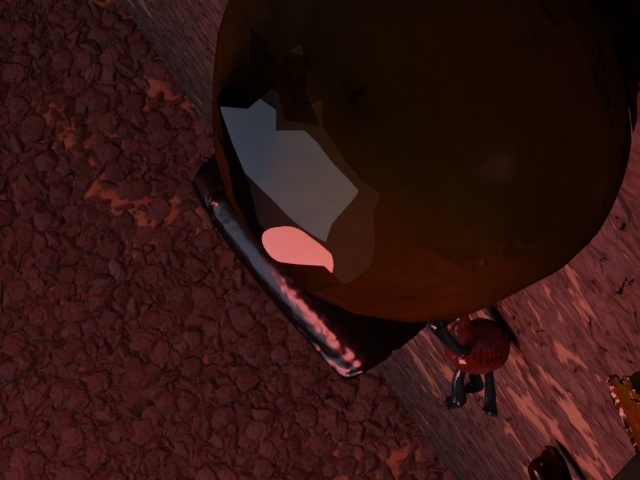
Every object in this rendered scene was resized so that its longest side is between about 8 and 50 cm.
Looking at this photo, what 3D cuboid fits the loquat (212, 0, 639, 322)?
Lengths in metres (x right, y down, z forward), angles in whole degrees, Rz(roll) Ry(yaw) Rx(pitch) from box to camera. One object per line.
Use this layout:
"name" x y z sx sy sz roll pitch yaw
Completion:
"loquat" 0.052 -0.073 0.733 0.235 0.235 0.235 55 174 9

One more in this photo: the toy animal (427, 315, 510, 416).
"toy animal" 0.144 0.096 1.512 0.103 0.100 0.208 -55 -47 -55

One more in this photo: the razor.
"razor" 0.001 0.001 1.728 0.327 0.189 0.107 53 174 5

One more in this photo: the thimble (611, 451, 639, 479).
"thimble" 0.234 0.191 0.554 0.291 0.291 0.195 57 175 -12

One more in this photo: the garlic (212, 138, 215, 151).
"garlic" -0.017 -0.086 1.519 0.145 0.164 0.245 25 159 45

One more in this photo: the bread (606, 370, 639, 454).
"bread" 0.255 0.137 0.908 0.140 0.069 0.128 61 174 -14

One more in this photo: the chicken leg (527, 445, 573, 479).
"chicken leg" 0.356 0.426 1.652 0.407 0.096 0.158 57 170 10
